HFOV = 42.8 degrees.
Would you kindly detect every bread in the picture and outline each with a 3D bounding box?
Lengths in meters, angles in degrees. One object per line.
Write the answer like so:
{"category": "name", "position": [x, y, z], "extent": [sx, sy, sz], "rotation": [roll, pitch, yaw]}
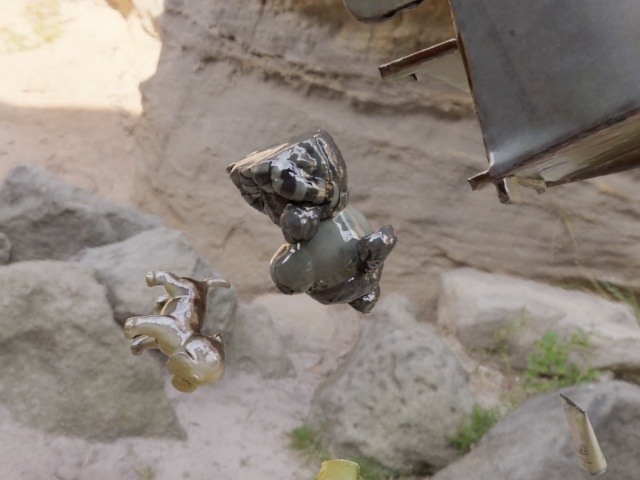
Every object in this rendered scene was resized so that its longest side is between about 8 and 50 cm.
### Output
{"category": "bread", "position": [0.028, 0.341, 1.034], "extent": [0.064, 0.117, 0.156], "rotation": [-5, 10, 5]}

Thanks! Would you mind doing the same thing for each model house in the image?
{"category": "model house", "position": [0.135, -0.186, 0.503], "extent": [0.169, 0.325, 0.244], "rotation": [-15, -5, 31]}

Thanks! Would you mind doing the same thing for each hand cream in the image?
{"category": "hand cream", "position": [0.403, 0.301, 1.252], "extent": [0.039, 0.143, 0.061], "rotation": [-29, 23, -7]}

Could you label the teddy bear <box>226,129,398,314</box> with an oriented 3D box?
{"category": "teddy bear", "position": [-0.001, -0.014, 0.961], "extent": [0.144, 0.171, 0.251], "rotation": [-32, 91, -28]}

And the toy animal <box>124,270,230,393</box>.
{"category": "toy animal", "position": [-0.244, 0.156, 1.413], "extent": [0.169, 0.121, 0.233], "rotation": [0, 46, -2]}
